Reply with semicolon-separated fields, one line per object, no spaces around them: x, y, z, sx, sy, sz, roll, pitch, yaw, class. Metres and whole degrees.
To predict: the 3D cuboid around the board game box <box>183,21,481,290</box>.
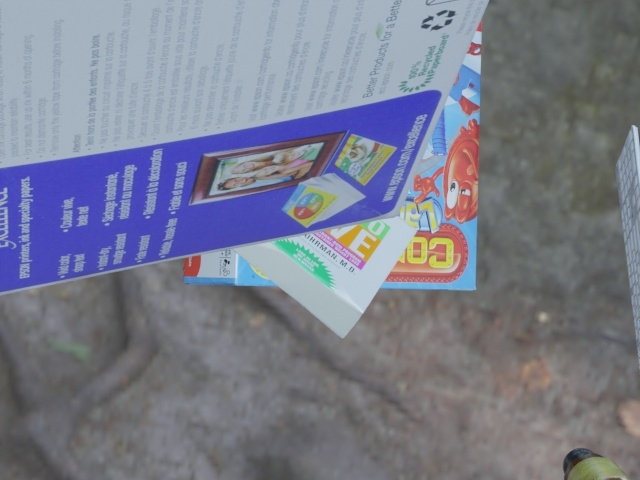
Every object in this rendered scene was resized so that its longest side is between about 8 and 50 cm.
0.017;-0.103;1.853;0.308;0.302;0.086;2;-1;-39;board game box

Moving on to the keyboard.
0.275;0.026;1.633;0.014;0.072;0.256;-2;59;0;keyboard

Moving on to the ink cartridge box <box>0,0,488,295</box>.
-0.059;-0.045;0.561;0.208;0.206;0.045;-13;69;-15;ink cartridge box

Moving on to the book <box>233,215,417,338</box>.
0.000;0.000;1.216;0.096;0.035;0.144;38;25;0;book

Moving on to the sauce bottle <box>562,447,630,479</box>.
0.184;0.163;1.265;0.042;0.042;0.128;10;8;-3;sauce bottle
